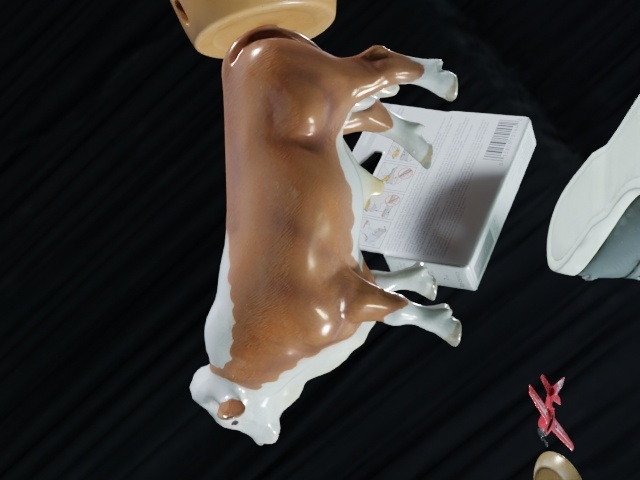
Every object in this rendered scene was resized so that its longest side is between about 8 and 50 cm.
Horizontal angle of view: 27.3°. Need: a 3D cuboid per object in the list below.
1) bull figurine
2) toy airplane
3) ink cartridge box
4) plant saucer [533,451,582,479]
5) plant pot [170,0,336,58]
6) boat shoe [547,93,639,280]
[{"bbox_3d":[0.000,0.000,0.962,0.188,0.310,0.101,0,5,-13],"label":"bull figurine"},{"bbox_3d":[0.393,0.288,2.266,0.151,0.028,0.151,27,53,-43],"label":"toy airplane"},{"bbox_3d":[0.159,-0.075,2.008,0.261,0.296,0.066,9,-35,27],"label":"ink cartridge box"},{"bbox_3d":[0.269,0.283,1.503,0.015,0.083,0.083,-17,57,-30],"label":"plant saucer"},{"bbox_3d":[-0.098,-0.379,1.806,0.291,0.291,0.203,12,63,-67],"label":"plant pot"},{"bbox_3d":[0.286,-0.056,1.026,0.099,0.319,0.116,16,59,-11],"label":"boat shoe"}]
